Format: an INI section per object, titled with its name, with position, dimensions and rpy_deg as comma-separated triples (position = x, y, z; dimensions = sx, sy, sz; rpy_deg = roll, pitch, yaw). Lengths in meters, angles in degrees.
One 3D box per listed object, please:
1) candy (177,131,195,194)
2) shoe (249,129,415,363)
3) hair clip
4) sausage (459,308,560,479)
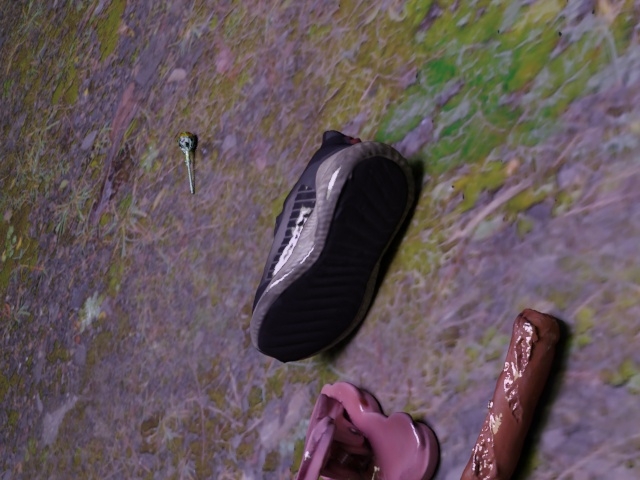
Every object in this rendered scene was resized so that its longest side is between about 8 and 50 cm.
[candy]
position = -0.165, -0.097, 1.298
dimensions = 0.025, 0.023, 0.083
rpy_deg = -20, 74, 45
[shoe]
position = 0.000, 0.000, 0.942
dimensions = 0.227, 0.099, 0.112
rpy_deg = -61, 29, 20
[hair clip]
position = 0.036, 0.182, 0.883
dimensions = 0.138, 0.102, 0.123
rpy_deg = -72, 3, -78
[sausage]
position = 0.134, 0.125, 0.740
dimensions = 0.036, 0.042, 0.157
rpy_deg = 20, 103, 13
